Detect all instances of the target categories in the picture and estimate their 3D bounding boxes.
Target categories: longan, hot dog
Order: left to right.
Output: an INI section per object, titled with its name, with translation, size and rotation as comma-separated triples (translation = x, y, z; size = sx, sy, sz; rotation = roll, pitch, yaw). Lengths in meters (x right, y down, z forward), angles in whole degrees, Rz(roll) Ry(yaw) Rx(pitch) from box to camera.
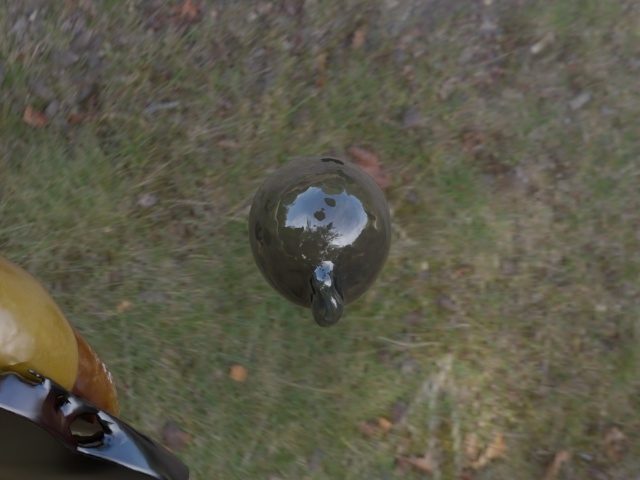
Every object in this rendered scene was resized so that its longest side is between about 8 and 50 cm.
[hot dog]
translation = -0.228, 0.051, 0.850
size = 0.326, 0.194, 0.107
rotation = 36, 53, -43
[longan]
translation = 0.000, 0.000, 1.017
size = 0.106, 0.106, 0.119
rotation = 7, 52, -14
